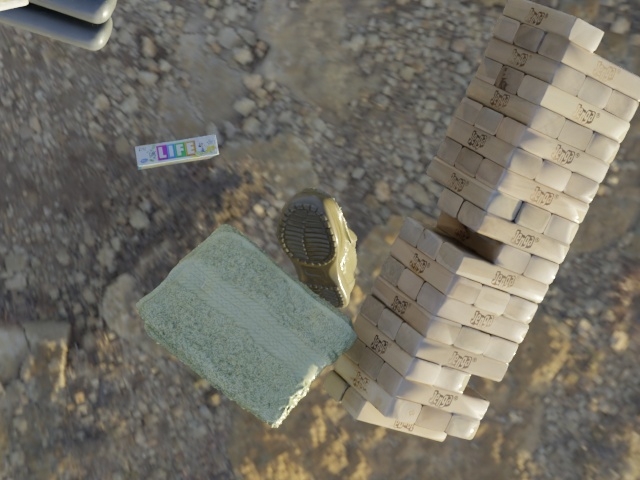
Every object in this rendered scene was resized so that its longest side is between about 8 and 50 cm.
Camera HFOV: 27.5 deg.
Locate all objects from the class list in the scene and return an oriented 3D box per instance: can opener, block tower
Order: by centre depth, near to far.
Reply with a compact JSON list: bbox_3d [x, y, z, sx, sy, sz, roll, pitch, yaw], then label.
[{"bbox_3d":[0.126,-0.008,0.992,0.097,0.091,0.335,19,100,-33],"label":"block tower"},{"bbox_3d":[-0.333,-0.236,1.222,0.280,0.093,0.074,14,143,-7],"label":"can opener"}]

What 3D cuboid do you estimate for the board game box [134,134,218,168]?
[{"bbox_3d":[-0.191,-0.115,1.717,0.103,0.154,0.026,-9,93,-8],"label":"board game box"}]

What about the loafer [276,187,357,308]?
[{"bbox_3d":[0.000,0.000,1.102,0.056,0.050,0.148,10,146,14],"label":"loafer"}]

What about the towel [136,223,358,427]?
[{"bbox_3d":[-0.057,0.062,0.986,0.148,0.027,0.110,38,75,19],"label":"towel"}]

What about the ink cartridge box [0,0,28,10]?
[{"bbox_3d":[-0.183,-0.169,0.425,0.093,0.154,0.212,-10,102,15],"label":"ink cartridge box"}]
